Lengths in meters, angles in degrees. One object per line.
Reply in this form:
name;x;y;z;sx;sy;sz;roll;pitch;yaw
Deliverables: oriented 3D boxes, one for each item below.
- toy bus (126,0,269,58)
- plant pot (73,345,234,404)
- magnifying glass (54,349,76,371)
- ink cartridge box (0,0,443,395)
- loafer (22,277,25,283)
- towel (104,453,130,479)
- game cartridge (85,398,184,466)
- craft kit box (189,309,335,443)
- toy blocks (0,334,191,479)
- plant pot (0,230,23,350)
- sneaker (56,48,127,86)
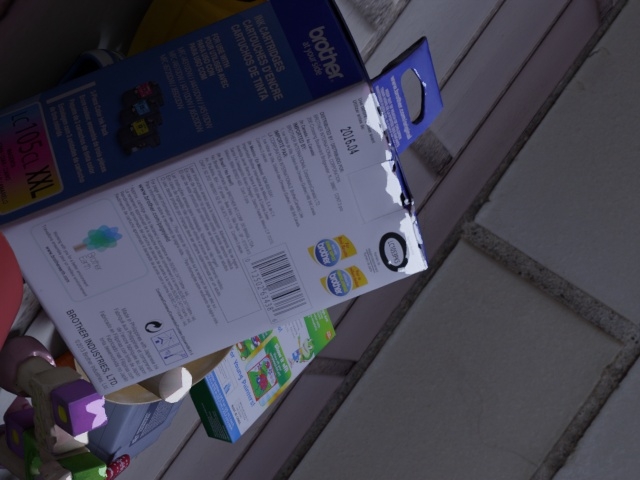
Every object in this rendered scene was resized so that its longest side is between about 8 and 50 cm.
toy bus;-0.053;-0.177;1.608;0.149;0.211;0.220;-62;167;25
plant pot;-0.192;0.093;1.955;0.236;0.032;0.236;-21;134;-23
magnifying glass;-0.223;0.087;1.967;0.231;0.026;0.092;-36;137;-6
ink cartridge box;-0.070;-0.050;1.449;0.395;0.151;0.270;-20;141;1
loafer;-0.295;-0.019;1.519;0.056;0.050;0.148;-48;151;-39
towel;-0.381;0.381;2.170;0.199;0.031;0.275;-42;174;27
game cartridge;-0.231;0.192;2.281;0.294;0.060;0.196;-62;169;29
craft kit box;-0.101;0.099;2.205;0.247;0.061;0.250;-42;126;-35
toy blocks;-0.325;0.242;1.799;0.309;0.260;0.288;-14;114;-34
plant pot;-0.350;0.076;1.134;0.243;0.275;0.275;-57;172;-37
sneaker;-0.229;-0.114;1.502;0.144;0.053;0.059;-64;167;3
